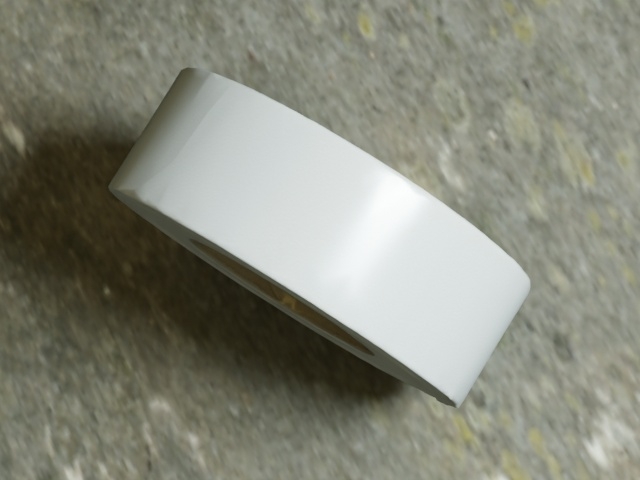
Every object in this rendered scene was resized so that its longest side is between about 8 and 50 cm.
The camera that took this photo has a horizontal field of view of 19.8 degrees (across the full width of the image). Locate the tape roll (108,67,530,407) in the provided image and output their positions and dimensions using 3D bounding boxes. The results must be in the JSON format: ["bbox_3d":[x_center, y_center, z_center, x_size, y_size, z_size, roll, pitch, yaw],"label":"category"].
[{"bbox_3d":[0.000,0.000,1.250,0.286,0.286,0.100,30,84,17],"label":"tape roll"}]
